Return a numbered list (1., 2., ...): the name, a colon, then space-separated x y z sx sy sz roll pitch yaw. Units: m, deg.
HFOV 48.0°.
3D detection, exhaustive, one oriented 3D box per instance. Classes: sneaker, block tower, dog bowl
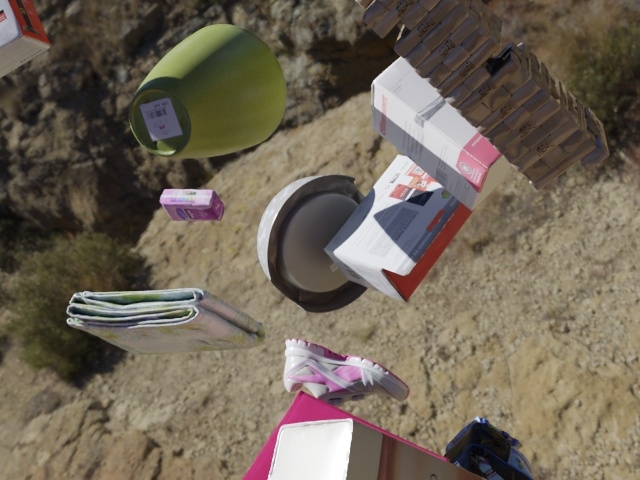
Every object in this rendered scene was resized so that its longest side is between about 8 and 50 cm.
1. sneaker: 0.042 0.269 1.360 0.252 0.103 0.111 14 82 13
2. block tower: 0.192 -0.201 0.847 0.097 0.335 0.091 -41 17 35
3. dog bowl: 0.000 0.000 1.774 0.349 0.349 0.102 -49 33 -10

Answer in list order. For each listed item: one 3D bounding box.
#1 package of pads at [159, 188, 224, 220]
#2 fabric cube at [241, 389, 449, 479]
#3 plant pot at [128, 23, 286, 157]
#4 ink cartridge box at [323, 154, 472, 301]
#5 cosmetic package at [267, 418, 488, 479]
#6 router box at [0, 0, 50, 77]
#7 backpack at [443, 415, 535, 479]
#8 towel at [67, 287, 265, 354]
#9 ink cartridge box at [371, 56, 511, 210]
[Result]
1. package of pads: -0.187 -0.051 1.052 0.083 0.050 0.032 2 61 16
2. fabric cube: 0.027 0.437 1.104 0.258 0.259 0.254 21 52 23
3. plant pot: -0.252 -0.278 1.460 0.274 0.275 0.293 -24 13 29
4. ink cartridge box: 0.210 -0.028 1.635 0.309 0.130 0.272 -51 37 -16
5. cosmetic package: 0.089 0.321 0.810 0.129 0.296 0.153 -23 47 46
6. router box: -0.694 -0.410 1.294 0.335 0.301 0.082 -25 -5 14
7. backpack: 0.341 0.455 1.415 0.158 0.173 0.117 -61 -2 33
8. towel: -0.332 0.190 1.597 0.320 0.374 0.090 -2 72 16
9. ink cartridge box: 0.243 -0.219 1.424 0.283 0.207 0.117 42 79 16
